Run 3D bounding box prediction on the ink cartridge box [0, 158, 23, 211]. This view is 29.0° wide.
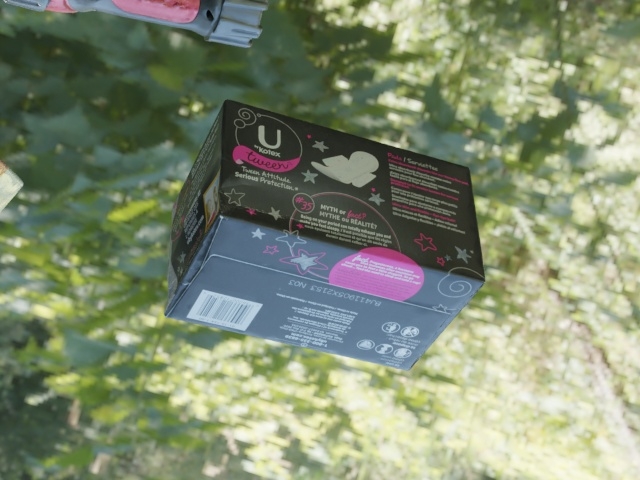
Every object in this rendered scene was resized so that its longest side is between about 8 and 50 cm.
[{"bbox_3d":[-0.484,0.030,1.197,0.160,0.384,0.279,38,172,-4],"label":"ink cartridge box"}]

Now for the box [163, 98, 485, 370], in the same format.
[{"bbox_3d":[0.000,0.000,1.124,0.247,0.142,0.163,15,139,-18],"label":"box"}]

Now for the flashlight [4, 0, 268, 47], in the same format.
[{"bbox_3d":[-0.214,-0.298,1.461,0.304,0.103,0.103,8,-147,-20],"label":"flashlight"}]
